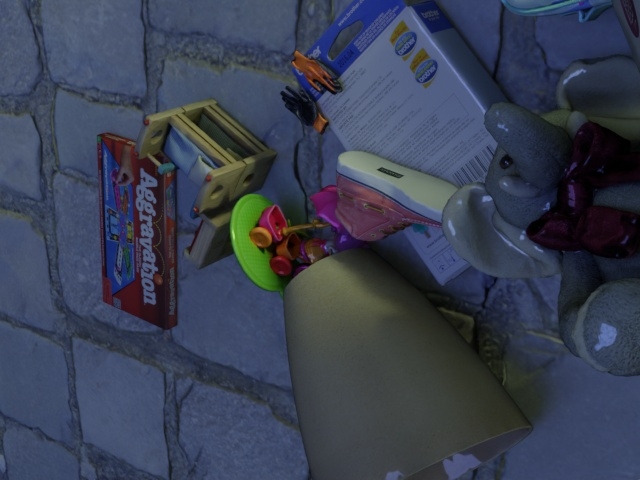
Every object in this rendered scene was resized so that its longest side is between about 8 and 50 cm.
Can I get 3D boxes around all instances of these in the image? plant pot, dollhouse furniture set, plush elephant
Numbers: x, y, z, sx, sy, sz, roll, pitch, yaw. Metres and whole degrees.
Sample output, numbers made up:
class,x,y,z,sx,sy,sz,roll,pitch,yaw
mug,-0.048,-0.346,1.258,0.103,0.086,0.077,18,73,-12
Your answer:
class,x,y,z,sx,sy,sz,roll,pitch,yaw
plant pot,0.066,0.155,1.093,0.256,0.256,0.274,-46,62,40
dollhouse furniture set,-0.172,-0.068,1.247,0.129,0.129,0.184,41,128,19
plush elephant,0.246,-0.044,0.827,0.255,0.330,0.272,34,92,24

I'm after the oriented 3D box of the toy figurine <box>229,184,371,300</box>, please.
class,x,y,z,sx,sy,sz,roll,pitch,yaw
toy figurine,0.000,0.000,1.164,0.159,0.130,0.173,-17,118,32

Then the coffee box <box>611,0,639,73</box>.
class,x,y,z,sx,sy,sz,roll,pitch,yaw
coffee box,0.345,-0.201,0.496,0.338,0.334,0.338,-17,73,10

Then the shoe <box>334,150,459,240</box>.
class,x,y,z,sx,sy,sz,roll,pitch,yaw
shoe,0.086,-0.033,1.028,0.178,0.063,0.081,27,126,35

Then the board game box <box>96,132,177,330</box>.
class,x,y,z,sx,sy,sz,roll,pitch,yaw
board game box,-0.278,-0.012,1.421,0.145,0.027,0.281,18,117,31

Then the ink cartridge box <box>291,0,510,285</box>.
class,x,y,z,sx,sy,sz,roll,pitch,yaw
ink cartridge box,0.116,-0.125,1.041,0.311,0.065,0.186,54,133,6

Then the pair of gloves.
class,x,y,z,sx,sy,sz,roll,pitch,yaw
pair of gloves,-0.011,-0.172,1.081,0.074,0.010,0.083,40,133,19

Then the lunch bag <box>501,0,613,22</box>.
class,x,y,z,sx,sy,sz,roll,pitch,yaw
lunch bag,0.267,-0.318,0.817,0.279,0.108,0.224,-9,105,41
